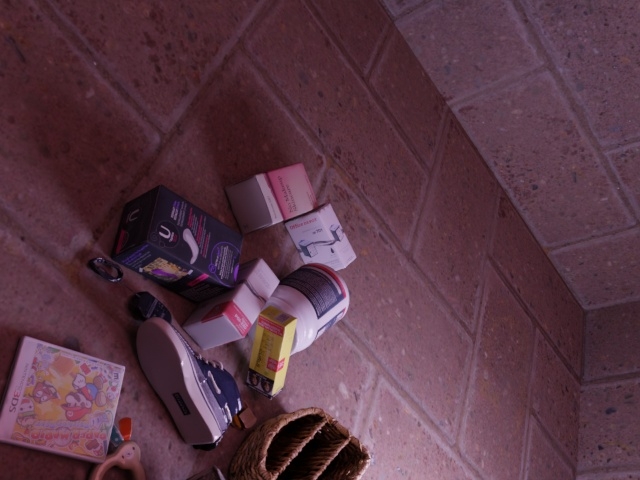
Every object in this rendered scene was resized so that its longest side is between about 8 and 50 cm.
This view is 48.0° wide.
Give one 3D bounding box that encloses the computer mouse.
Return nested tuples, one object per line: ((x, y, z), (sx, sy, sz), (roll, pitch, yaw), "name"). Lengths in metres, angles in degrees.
((-0.437, 0.126, 1.646), (0.242, 0.041, 0.071), (46, 34, -20), "computer mouse")

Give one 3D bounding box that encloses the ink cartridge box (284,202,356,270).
((0.000, 0.000, 2.173), (0.082, 0.140, 0.190), (-41, 107, -50), "ink cartridge box")

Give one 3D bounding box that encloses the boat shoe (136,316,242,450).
((-0.301, 0.308, 1.680), (0.158, 0.127, 0.340), (-44, 118, -58), "boat shoe")

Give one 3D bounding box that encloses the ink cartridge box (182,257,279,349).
((-0.221, 0.157, 1.800), (0.092, 0.159, 0.217), (52, 40, -21), "ink cartridge box")

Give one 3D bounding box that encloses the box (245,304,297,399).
((-0.125, 0.285, 1.824), (0.058, 0.087, 0.232), (-31, 141, -55), "box")

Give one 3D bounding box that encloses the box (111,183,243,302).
((-0.338, 0.015, 1.726), (0.270, 0.143, 0.165), (35, 47, -38), "box")

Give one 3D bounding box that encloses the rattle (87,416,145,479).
((-0.394, 0.459, 1.465), (0.130, 0.143, 0.199), (18, 66, -20), "rattle")

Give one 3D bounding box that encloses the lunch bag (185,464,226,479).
((-0.220, 0.631, 1.451), (0.169, 0.235, 0.286), (-22, 68, -13), "lunch bag")

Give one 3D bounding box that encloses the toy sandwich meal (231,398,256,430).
((-0.198, 0.438, 1.814), (0.086, 0.029, 0.085), (26, 55, -44), "toy sandwich meal")

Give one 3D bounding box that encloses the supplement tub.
((-0.060, 0.188, 1.967), (0.272, 0.191, 0.191), (-32, 100, -53), "supplement tub")

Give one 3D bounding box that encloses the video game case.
((-0.515, 0.320, 1.436), (0.227, 0.026, 0.206), (27, 54, -34), "video game case")

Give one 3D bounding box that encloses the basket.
((-0.049, 0.546, 1.797), (0.299, 0.223, 0.213), (-31, 100, -52), "basket")

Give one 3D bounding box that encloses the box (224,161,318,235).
((-0.137, -0.123, 2.062), (0.232, 0.127, 0.148), (-25, 95, -54), "box")
